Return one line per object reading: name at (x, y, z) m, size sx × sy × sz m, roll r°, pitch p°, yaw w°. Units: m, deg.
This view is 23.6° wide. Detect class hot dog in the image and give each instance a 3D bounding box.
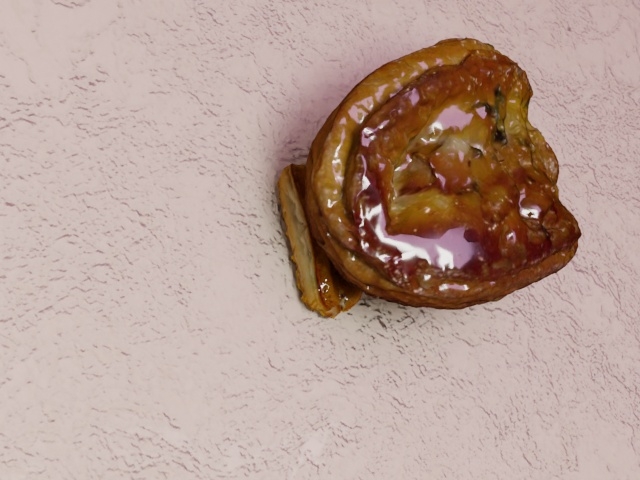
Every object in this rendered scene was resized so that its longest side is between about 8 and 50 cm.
hot dog at (0.140, -0.065, 1.587) m, size 0.387 × 0.174 × 0.267 m, roll -18°, pitch 83°, yaw -55°
hot dog at (0.000, 0.000, 1.564) m, size 0.071 × 0.045 × 0.165 m, roll 4°, pitch 65°, yaw -40°
